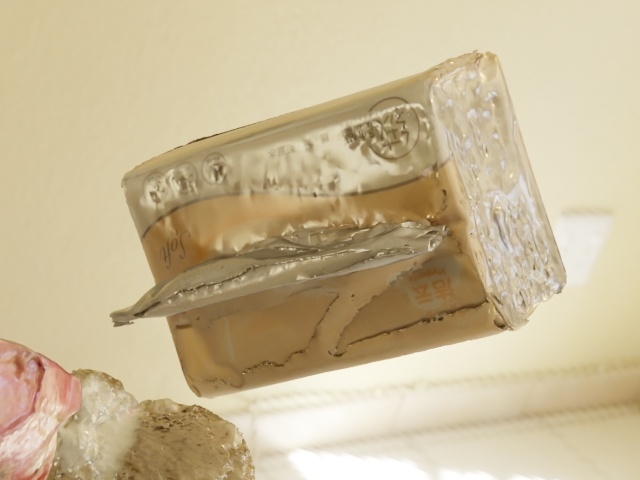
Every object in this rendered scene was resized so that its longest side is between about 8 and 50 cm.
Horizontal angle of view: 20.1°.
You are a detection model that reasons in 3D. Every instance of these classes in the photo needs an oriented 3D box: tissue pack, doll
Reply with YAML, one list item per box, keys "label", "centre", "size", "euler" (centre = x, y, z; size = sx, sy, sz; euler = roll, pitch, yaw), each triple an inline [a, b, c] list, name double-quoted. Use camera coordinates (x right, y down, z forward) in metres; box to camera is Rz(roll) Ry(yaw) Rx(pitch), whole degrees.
- label: "tissue pack"
  centre: [0.000, 0.000, 1.438]
  size: [0.305, 0.238, 0.238]
  euler: [-14, 6, 31]
- label: "doll"
  centre: [-0.102, 0.155, 1.201]
  size: [0.221, 0.115, 0.105]
  euler: [14, 51, -5]

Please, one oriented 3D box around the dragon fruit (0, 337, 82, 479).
- label: "dragon fruit"
  centre: [-0.224, 0.105, 0.910]
  size: [0.274, 0.161, 0.126]
  euler: [24, 57, -45]
